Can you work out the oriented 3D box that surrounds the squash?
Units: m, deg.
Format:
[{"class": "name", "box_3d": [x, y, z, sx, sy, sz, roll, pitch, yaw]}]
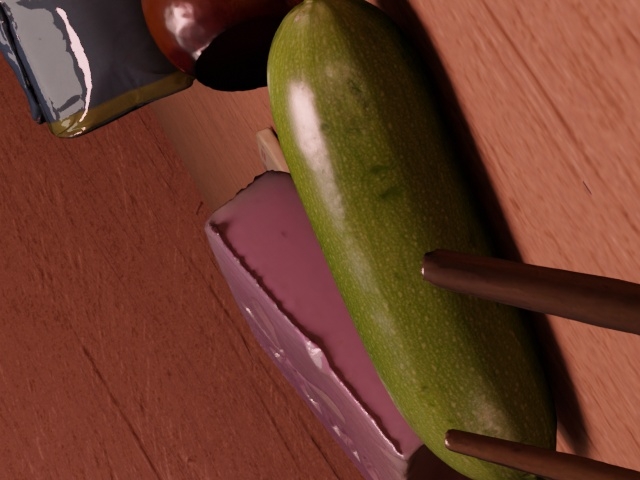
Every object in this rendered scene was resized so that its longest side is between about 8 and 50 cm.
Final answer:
[{"class": "squash", "box_3d": [0.064, 0.029, 0.655, 0.378, 0.101, 0.101, 63, 172, -26]}]

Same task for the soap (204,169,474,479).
[{"class": "soap", "box_3d": [0.034, 0.111, 1.029, 0.296, 0.107, 0.285, 47, 166, 28]}]

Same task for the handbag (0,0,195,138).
[{"class": "handbag", "box_3d": [-0.289, -0.269, 1.371, 0.263, 0.222, 0.241, -145, 31, -76]}]

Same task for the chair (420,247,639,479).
[{"class": "chair", "box_3d": [0.148, 0.128, 0.321, 0.272, 0.166, 0.188, 12, 153, 15]}]

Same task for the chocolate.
[{"class": "chocolate", "box_3d": [-0.059, -0.179, 0.742, 0.124, 0.127, 0.133, -56, 45, 47]}]

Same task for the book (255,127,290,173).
[{"class": "book", "box_3d": [0.000, 0.000, 1.216, 0.231, 0.022, 0.162, 56, 170, 21]}]
